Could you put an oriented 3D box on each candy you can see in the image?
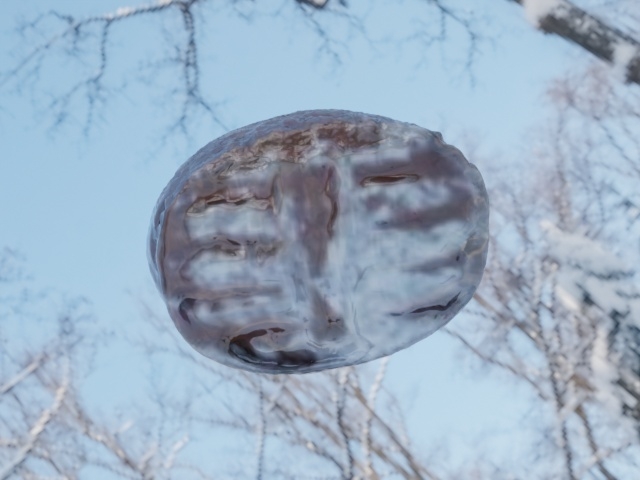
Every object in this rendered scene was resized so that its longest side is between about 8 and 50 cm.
[{"bbox_3d":[0.000,0.000,1.065,0.289,0.157,0.214,-13,-79,-5],"label":"candy"}]
